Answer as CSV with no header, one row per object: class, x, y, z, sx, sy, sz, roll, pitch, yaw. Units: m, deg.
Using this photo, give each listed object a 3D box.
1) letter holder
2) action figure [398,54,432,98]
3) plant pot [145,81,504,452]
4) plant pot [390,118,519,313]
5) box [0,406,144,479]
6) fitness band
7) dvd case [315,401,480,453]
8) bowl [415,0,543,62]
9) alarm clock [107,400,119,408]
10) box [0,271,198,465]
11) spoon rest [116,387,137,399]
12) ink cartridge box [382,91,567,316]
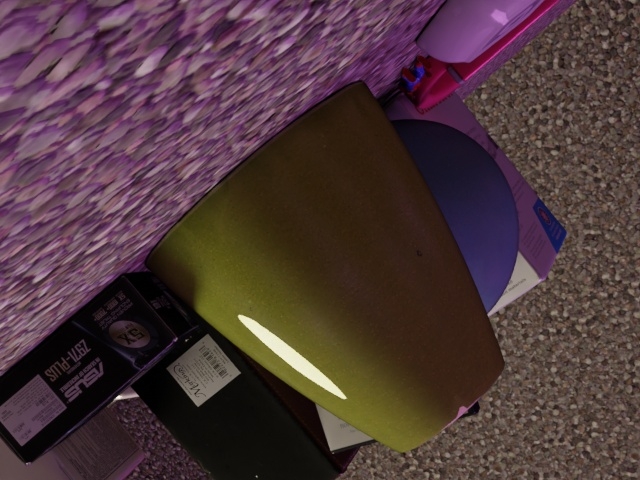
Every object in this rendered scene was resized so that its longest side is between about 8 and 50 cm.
letter holder,-0.086,0.161,1.240,0.152,0.302,0.214,-41,179,26
action figure,0.108,-0.186,1.156,0.038,0.030,0.115,-45,-179,2
plant pot,0.033,0.047,0.965,0.275,0.293,0.275,-41,179,-1
plant pot,0.069,-0.006,1.203,0.290,0.290,0.195,-41,164,24
box,-0.307,0.244,1.095,0.127,0.148,0.232,-40,178,3
fitness band,0.227,-0.266,1.251,0.291,0.054,0.209,-39,179,16
dvd case,0.051,0.090,1.092,0.180,0.253,0.022,-22,173,26
bowl,0.168,-0.226,0.945,0.142,0.053,0.142,-38,177,-20
alarm clock,-0.350,0.243,1.715,0.192,0.064,0.129,-44,178,19
box,-0.216,0.117,0.956,0.180,0.077,0.147,-40,179,-1
spoon rest,-0.276,0.187,1.454,0.137,0.084,0.276,-7,173,-16
ink cartridge box,0.190,-0.066,1.409,0.129,0.307,0.223,-39,180,28
